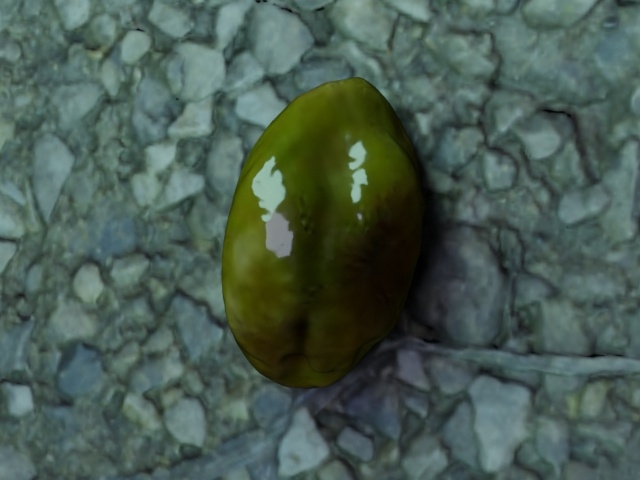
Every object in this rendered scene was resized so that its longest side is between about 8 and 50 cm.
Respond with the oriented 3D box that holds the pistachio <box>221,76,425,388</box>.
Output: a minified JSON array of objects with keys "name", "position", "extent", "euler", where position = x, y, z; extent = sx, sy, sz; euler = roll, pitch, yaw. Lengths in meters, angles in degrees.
[{"name":"pistachio","position":[-0.002,-0.002,1.049],"extent":[0.100,0.110,0.189],"euler":[31,105,59]}]
